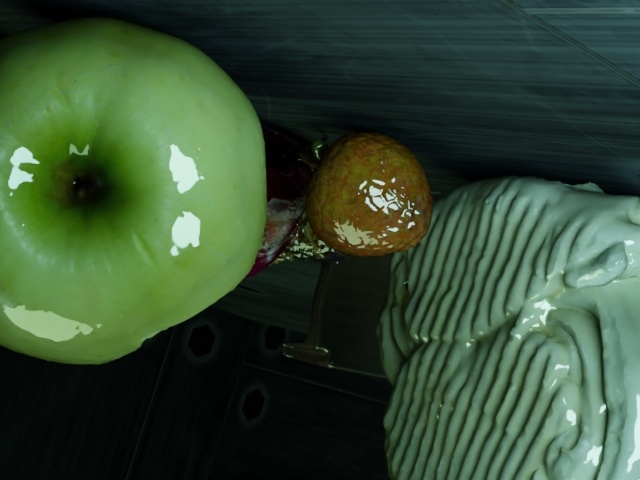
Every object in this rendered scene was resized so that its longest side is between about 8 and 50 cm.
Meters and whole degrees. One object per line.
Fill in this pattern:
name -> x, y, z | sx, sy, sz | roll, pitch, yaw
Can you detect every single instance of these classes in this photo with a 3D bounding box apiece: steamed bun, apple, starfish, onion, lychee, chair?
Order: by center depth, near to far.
apple -> -0.173, -0.039, 1.170 | 0.279, 0.279, 0.279 | 17, 173, 2
steamed bun -> 0.203, 0.103, 1.272 | 0.219, 0.310, 0.324 | 7, 167, -32
lychee -> 0.028, -0.039, 1.289 | 0.140, 0.101, 0.114 | 12, 175, 27
onion -> -0.117, -0.054, 1.471 | 0.218, 0.140, 0.195 | 21, 180, -3
starfish -> -0.001, -0.002, 1.710 | 0.216, 0.071, 0.238 | 15, 153, -41
chair -> 0.085, 0.094, 1.949 | 0.183, 0.175, 0.326 | 10, 179, -14
